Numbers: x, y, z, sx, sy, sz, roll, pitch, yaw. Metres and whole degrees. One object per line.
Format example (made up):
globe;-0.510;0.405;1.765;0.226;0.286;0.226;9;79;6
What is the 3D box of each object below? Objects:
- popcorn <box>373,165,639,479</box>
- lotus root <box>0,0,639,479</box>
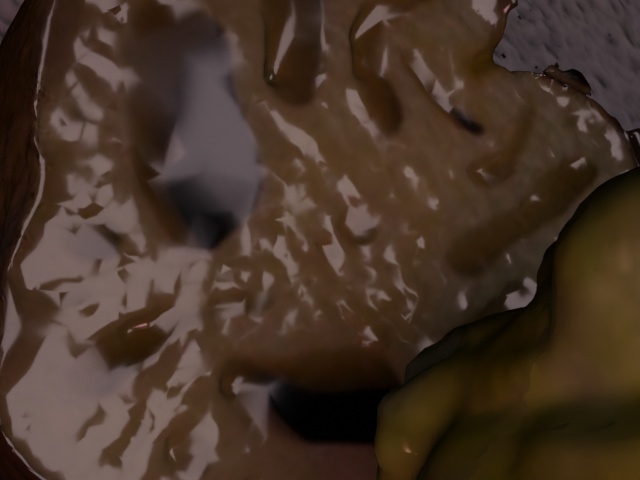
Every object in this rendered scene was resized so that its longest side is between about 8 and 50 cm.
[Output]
popcorn;0.168;0.131;0.407;0.312;0.312;0.312;11;68;-27
lotus root;0.000;0.000;0.586;0.375;0.111;0.390;-32;94;-33
